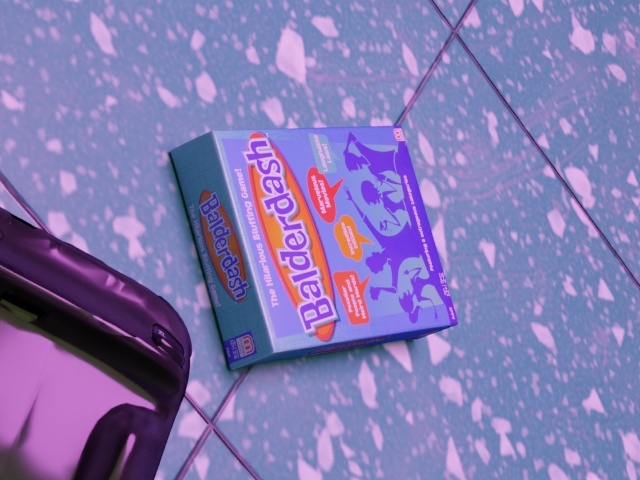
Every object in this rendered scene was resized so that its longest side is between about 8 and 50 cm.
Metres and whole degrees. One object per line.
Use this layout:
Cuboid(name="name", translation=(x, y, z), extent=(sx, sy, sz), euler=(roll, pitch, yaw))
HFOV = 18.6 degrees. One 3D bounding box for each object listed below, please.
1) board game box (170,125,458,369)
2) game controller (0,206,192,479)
Cuboid(name="board game box", translation=(0.000, 0.000, 1.390), extent=(0.210, 0.047, 0.160), euler=(-7, 77, -49))
Cuboid(name="game controller", translation=(-0.219, 0.046, 1.071), extent=(0.319, 0.067, 0.166), euler=(30, 65, -19))
